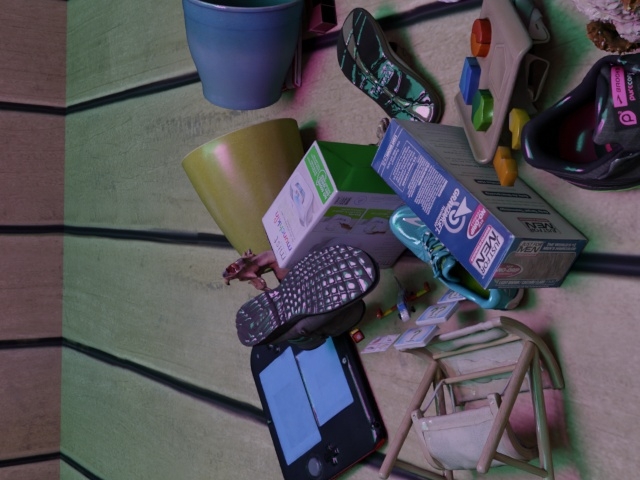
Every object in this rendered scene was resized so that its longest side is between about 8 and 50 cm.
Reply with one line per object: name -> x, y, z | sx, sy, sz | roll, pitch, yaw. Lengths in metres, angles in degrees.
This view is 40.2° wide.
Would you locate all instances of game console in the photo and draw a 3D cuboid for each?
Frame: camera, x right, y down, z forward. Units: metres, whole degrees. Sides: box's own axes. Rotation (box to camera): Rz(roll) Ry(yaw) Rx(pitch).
game console -> -0.022, 0.334, 1.925 | 0.342, 0.060, 0.386 | -49, 52, 43

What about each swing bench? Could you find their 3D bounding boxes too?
swing bench -> 0.250, 0.280, 1.435 | 0.253, 0.165, 0.254 | -25, 46, 53

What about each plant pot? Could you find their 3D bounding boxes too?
plant pot -> -0.130, -0.082, 1.938 | 0.275, 0.275, 0.293 | -26, 83, 52
plant pot -> -0.173, -0.438, 1.942 | 0.271, 0.272, 0.255 | 45, 141, 45

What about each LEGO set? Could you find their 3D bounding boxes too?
LEGO set -> 0.150, 0.129, 1.585 | 0.060, 0.182, 0.244 | 56, 146, -11

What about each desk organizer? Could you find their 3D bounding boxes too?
desk organizer -> -0.001, -0.524, 1.914 | 0.050, 0.047, 0.130 | -17, 76, 51

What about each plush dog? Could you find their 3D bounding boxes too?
plush dog -> 0.427, -0.348, 1.147 | 0.262, 0.225, 0.210 | -38, 51, 34

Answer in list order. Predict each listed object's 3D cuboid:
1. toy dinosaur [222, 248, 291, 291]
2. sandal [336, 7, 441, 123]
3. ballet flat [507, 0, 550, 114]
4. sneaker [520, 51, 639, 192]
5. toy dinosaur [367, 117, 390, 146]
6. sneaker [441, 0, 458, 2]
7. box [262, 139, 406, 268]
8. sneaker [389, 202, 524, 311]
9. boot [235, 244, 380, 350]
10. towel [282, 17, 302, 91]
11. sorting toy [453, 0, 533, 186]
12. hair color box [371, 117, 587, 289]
toy dinosaur -> -0.049, 0.072, 1.798 | 0.200, 0.296, 0.127 | -41, 28, 18
sandal -> 0.133, -0.324, 1.697 | 0.302, 0.086, 0.120 | 55, 128, 20
ballet flat -> 0.341, -0.309, 1.420 | 0.068, 0.072, 0.213 | 8, 98, 27
sneaker -> 0.458, -0.166, 1.117 | 0.483, 0.202, 0.185 | -27, 68, 52
toy dinosaur -> 0.071, -0.134, 1.769 | 0.064, 0.118, 0.268 | 40, 137, -2
sneaker -> 0.175, -0.509, 1.603 | 0.292, 0.118, 0.110 | 34, 115, 48
box -> 0.065, -0.055, 1.629 | 0.231, 0.262, 0.126 | -53, 48, 42
sneaker -> 0.222, 0.022, 1.482 | 0.275, 0.110, 0.107 | 38, 115, 28
boot -> 0.020, 0.112, 1.664 | 0.338, 0.223, 0.118 | -26, 66, 34
towel -> -0.149, -0.468, 2.134 | 0.329, 0.037, 0.237 | 1, 91, 55
sorting toy -> 0.274, -0.241, 1.397 | 0.307, 0.041, 0.229 | -97, 15, -47
hair color box -> 0.250, -0.065, 1.439 | 0.347, 0.174, 0.105 | 52, 130, 42
